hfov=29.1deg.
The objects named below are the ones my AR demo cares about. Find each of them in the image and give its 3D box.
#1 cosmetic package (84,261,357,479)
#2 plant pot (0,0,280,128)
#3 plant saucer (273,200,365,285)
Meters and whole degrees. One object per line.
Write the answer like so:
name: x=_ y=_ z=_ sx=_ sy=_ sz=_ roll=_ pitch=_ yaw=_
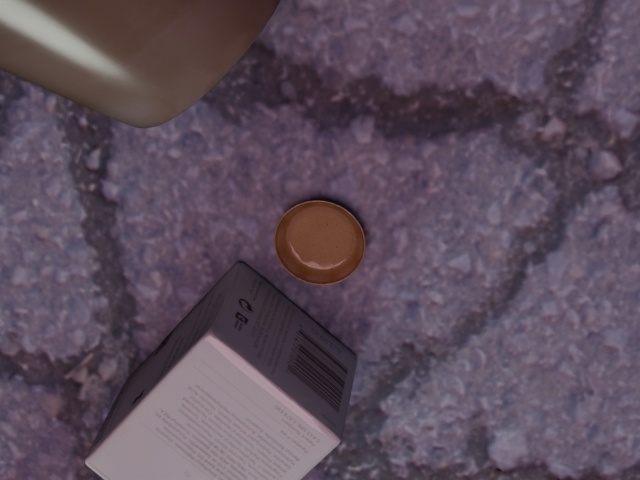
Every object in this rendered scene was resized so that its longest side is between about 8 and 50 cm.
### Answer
cosmetic package: x=-0.086 y=0.152 z=1.115 sx=0.151 sy=0.151 sz=0.184 roll=41 pitch=111 yaw=-10
plant pot: x=-0.179 y=-0.240 z=0.897 sx=0.323 sy=0.323 sz=0.280 roll=-40 pitch=119 yaw=21
plant saucer: x=0.000 y=0.000 z=1.111 sx=0.083 sy=0.015 sz=0.083 roll=3 pitch=115 yaw=7
